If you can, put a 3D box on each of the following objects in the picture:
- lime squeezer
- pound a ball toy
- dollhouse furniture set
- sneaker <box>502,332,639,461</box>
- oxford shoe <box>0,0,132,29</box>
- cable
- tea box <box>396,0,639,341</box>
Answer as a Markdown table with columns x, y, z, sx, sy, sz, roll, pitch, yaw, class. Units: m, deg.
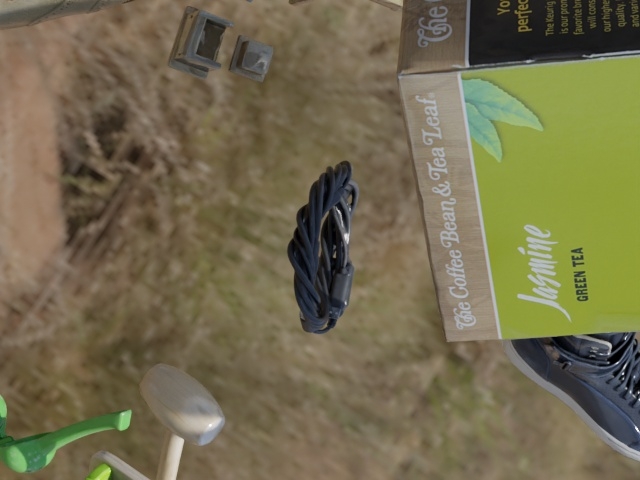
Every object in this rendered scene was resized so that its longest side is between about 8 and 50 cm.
| x | y | z | sx | sy | sz | roll | pitch | yaw | class |
| --- | --- | --- | --- | --- | --- | --- | --- | --- | --- |
| -0.300 | 0.153 | 1.783 | 0.059 | 0.310 | 0.110 | -31 | 133 | -39 | lime squeezer |
| -0.153 | 0.289 | 1.601 | 0.208 | 0.135 | 0.319 | -34 | 142 | -36 | pound a ball toy |
| -0.033 | -0.199 | 1.710 | 0.182 | 0.101 | 0.161 | 20 | 84 | -20 | dollhouse furniture set |
| 0.282 | 0.117 | 1.732 | 0.086 | 0.226 | 0.163 | -57 | 177 | -26 | sneaker |
| -0.246 | -0.238 | 1.682 | 0.130 | 0.348 | 0.123 | -34 | 102 | -34 | oxford shoe |
| 0.000 | 0.000 | 1.977 | 0.150 | 0.047 | 0.185 | 48 | 51 | -65 | cable |
| 0.223 | -0.133 | 1.180 | 0.329 | 0.323 | 0.220 | -82 | 165 | -47 | tea box |
